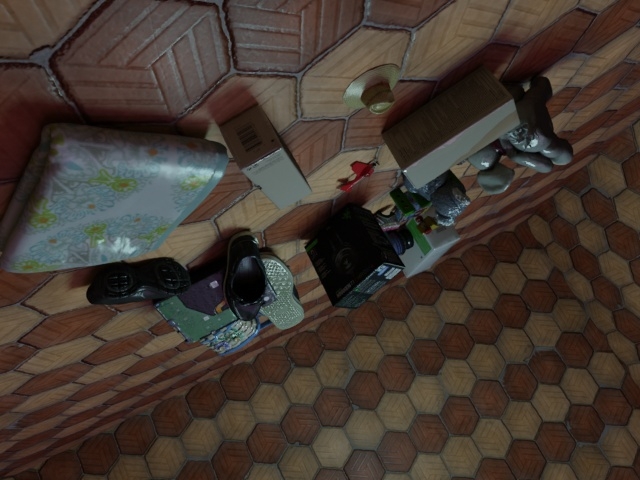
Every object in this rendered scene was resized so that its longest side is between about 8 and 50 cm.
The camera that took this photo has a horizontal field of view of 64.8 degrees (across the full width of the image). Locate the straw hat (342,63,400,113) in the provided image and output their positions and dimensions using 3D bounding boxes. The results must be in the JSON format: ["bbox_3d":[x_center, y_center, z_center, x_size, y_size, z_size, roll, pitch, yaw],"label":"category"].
[{"bbox_3d":[0.125,-0.309,1.095,0.145,0.061,0.144,-26,162,-9],"label":"straw hat"}]

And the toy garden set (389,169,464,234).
[{"bbox_3d":[0.401,-0.133,1.784,0.244,0.203,0.049,-25,149,-10],"label":"toy garden set"}]

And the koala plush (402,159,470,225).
[{"bbox_3d":[0.400,-0.167,1.665,0.204,0.221,0.196,-21,162,-23],"label":"koala plush"}]

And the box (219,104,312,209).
[{"bbox_3d":[-0.106,-0.165,1.071,0.094,0.113,0.275,-29,162,3],"label":"box"}]

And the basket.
[{"bbox_3d":[-0.348,0.339,1.996,0.255,0.201,0.289,-35,152,16],"label":"basket"}]

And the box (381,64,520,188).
[{"bbox_3d":[0.333,-0.288,1.304,0.311,0.147,0.121,-32,147,15],"label":"box"}]

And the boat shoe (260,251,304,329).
[{"bbox_3d":[-0.181,0.171,1.873,0.187,0.156,0.500,-25,148,-3],"label":"boat shoe"}]

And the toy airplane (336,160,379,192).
[{"bbox_3d":[0.110,-0.187,1.482,0.151,0.028,0.151,-27,164,-8],"label":"toy airplane"}]

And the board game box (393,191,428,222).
[{"bbox_3d":[0.350,-0.142,1.938,0.194,0.060,0.194,-19,161,-24],"label":"board game box"}]

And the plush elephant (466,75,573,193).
[{"bbox_3d":[0.537,-0.292,1.470,0.256,0.271,0.330,-18,-173,46],"label":"plush elephant"}]

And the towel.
[{"bbox_3d":[-0.391,-0.067,0.946,0.321,0.090,0.374,-9,154,-50],"label":"towel"}]

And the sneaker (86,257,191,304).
[{"bbox_3d":[-0.484,0.117,1.349,0.130,0.108,0.286,-29,159,38],"label":"sneaker"}]

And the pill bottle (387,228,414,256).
[{"bbox_3d":[0.302,0.028,2.246,0.219,0.122,0.122,-22,162,-21],"label":"pill bottle"}]

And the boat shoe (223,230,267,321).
[{"bbox_3d":[-0.220,0.139,1.524,0.127,0.113,0.339,-4,127,-21],"label":"boat shoe"}]

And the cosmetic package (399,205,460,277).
[{"bbox_3d":[0.474,0.009,2.342,0.155,0.196,0.365,-22,161,-20],"label":"cosmetic package"}]

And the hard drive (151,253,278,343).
[{"bbox_3d":[-0.333,0.180,1.622,0.339,0.064,0.236,-28,132,-3],"label":"hard drive"}]

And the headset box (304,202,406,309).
[{"bbox_3d":[0.106,0.048,1.713,0.131,0.283,0.246,15,130,-47],"label":"headset box"}]

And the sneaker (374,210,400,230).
[{"bbox_3d":[0.217,-0.073,1.934,0.171,0.074,0.063,-9,168,16],"label":"sneaker"}]

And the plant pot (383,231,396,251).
[{"bbox_3d":[0.152,0.048,2.027,0.234,0.165,0.165,-3,151,-39],"label":"plant pot"}]
